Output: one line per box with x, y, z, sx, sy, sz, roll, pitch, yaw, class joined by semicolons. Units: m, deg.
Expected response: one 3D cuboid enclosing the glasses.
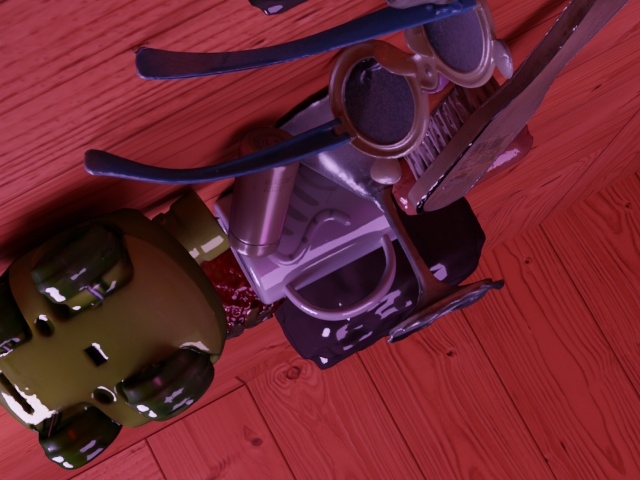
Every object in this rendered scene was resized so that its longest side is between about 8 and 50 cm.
-0.022;-0.103;0.728;0.220;0.088;0.189;-2;161;-24;glasses

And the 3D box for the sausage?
0.142;-0.082;1.248;0.154;0.062;0.062;-29;171;3;sausage

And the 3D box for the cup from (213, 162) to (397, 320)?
-0.004;-0.009;1.010;0.133;0.136;0.099;-26;127;-8;cup

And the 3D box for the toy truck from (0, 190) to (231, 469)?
-0.157;0.052;0.889;0.187;0.148;0.210;-34;-164;12;toy truck

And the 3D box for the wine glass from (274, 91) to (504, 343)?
0.051;-0.023;0.916;0.122;0.183;0.122;-27;169;-5;wine glass

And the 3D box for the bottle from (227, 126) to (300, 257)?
-0.042;-0.033;0.897;0.045;0.045;0.096;-22;141;-35;bottle

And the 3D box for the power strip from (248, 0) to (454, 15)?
0.108;-0.173;0.552;0.251;0.092;0.257;-30;175;-16;power strip

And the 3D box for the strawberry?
-0.092;0.049;1.197;0.145;0.086;0.145;-27;169;-5;strawberry

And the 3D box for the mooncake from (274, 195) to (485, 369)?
0.076;0.046;1.526;0.283;0.141;0.283;-30;173;-4;mooncake

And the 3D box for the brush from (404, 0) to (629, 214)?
0.162;-0.141;1.034;0.070;0.065;0.327;-13;154;-39;brush
